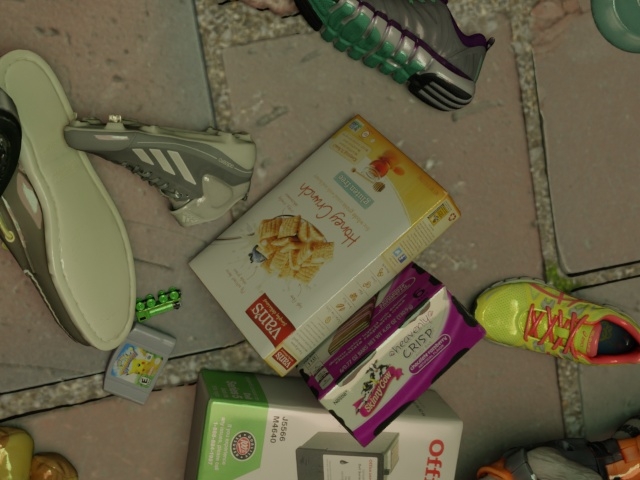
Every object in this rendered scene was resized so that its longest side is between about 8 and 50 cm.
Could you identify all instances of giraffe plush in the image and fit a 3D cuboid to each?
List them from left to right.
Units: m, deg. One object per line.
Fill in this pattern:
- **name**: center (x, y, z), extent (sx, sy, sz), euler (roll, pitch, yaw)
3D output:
- **giraffe plush**: center (-0.336, 0.305, 1.174), extent (0.181, 0.170, 0.210), euler (4, 99, -12)

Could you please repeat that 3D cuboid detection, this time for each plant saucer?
- **plant saucer**: center (0.354, -0.263, 1.289), extent (0.119, 0.021, 0.119), euler (-2, 100, -11)

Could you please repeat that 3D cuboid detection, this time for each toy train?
- **toy train**: center (-0.184, 0.072, 1.245), extent (0.083, 0.017, 0.024), euler (-18, 112, -8)

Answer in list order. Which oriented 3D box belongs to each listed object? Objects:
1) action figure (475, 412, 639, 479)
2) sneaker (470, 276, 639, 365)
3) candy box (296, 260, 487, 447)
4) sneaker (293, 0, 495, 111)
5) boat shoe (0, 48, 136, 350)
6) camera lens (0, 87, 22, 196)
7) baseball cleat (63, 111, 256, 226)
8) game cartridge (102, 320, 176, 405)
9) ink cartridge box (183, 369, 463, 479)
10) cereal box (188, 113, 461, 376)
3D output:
- **action figure**: center (0.285, 0.290, 1.304), extent (0.330, 0.179, 0.341), euler (-7, 144, -21)
- **sneaker**: center (0.267, 0.093, 1.295), extent (0.208, 0.094, 0.082), euler (8, 99, -11)
- **candy box**: center (0.051, 0.092, 1.181), extent (0.159, 0.233, 0.071), euler (-43, 106, -2)
- **sneaker**: center (0.075, -0.229, 1.226), extent (0.223, 0.083, 0.098), euler (34, 69, -17)
- **boat shoe**: center (-0.272, -0.032, 1.169), extent (0.091, 0.109, 0.305), euler (-10, 105, 33)
- **camera lens**: center (-0.416, -0.111, 1.027), extent (0.274, 0.219, 0.219), euler (41, 90, 11)
- **baseball cleat**: center (-0.156, -0.067, 1.177), extent (0.205, 0.072, 0.110), euler (3, 101, -29)
- **game cartridge**: center (-0.193, 0.129, 1.246), extent (0.056, 0.017, 0.083), euler (24, 102, -16)
- **ink cartridge box**: center (-0.003, 0.256, 1.259), extent (0.272, 0.115, 0.198), euler (6, 98, -12)
- **cereal box**: center (0.000, 0.000, 1.191), extent (0.240, 0.173, 0.047), euler (-42, 136, -3)
